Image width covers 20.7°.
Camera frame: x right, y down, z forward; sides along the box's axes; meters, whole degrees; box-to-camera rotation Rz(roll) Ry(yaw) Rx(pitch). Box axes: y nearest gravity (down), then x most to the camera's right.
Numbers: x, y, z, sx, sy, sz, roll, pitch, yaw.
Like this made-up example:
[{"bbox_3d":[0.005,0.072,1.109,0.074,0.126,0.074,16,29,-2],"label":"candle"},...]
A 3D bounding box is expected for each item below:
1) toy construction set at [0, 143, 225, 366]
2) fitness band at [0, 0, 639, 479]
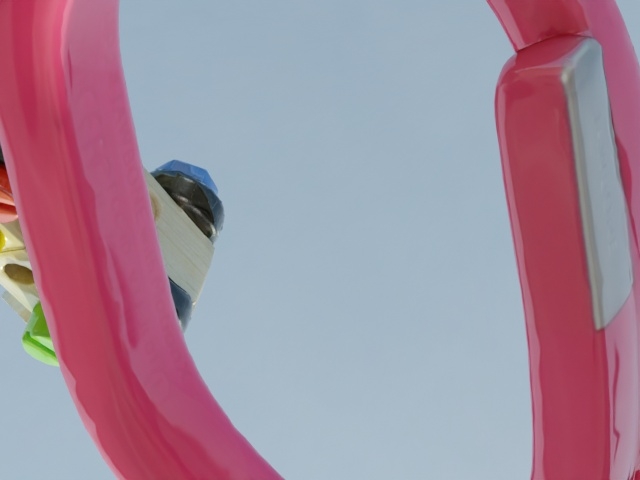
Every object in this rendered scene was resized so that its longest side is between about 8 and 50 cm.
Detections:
[{"bbox_3d":[-0.171,-0.027,0.823,0.215,0.327,0.151,-8,-116,34],"label":"toy construction set"},{"bbox_3d":[0.000,0.000,0.536,0.209,0.054,0.291,9,-58,31],"label":"fitness band"}]
